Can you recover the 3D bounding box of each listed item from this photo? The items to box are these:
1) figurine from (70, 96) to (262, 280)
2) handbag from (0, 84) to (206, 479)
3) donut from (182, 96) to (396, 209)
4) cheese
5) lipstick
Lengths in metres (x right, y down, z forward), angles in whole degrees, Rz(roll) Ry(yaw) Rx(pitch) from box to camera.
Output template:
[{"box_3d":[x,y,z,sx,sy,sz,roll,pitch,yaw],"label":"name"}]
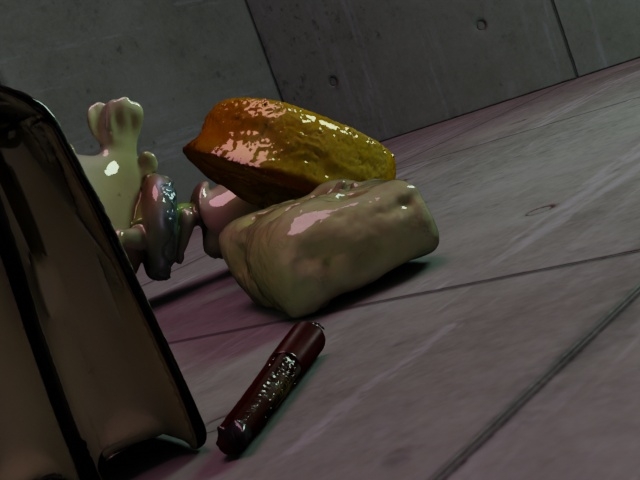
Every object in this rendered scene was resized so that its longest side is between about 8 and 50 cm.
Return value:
[{"box_3d":[-0.202,-0.042,1.322,0.394,0.274,0.226,-3,6,-13],"label":"figurine"},{"box_3d":[-0.232,0.040,0.697,0.160,0.237,0.358,-21,6,-24],"label":"handbag"},{"box_3d":[-0.031,-0.078,1.200,0.253,0.118,0.253,15,-4,1],"label":"donut"},{"box_3d":[-0.001,-0.002,0.974,0.159,0.093,0.263,-21,6,-16],"label":"cheese"},{"box_3d":[-0.028,0.087,0.633,0.027,0.027,0.176,-18,9,17],"label":"lipstick"}]
